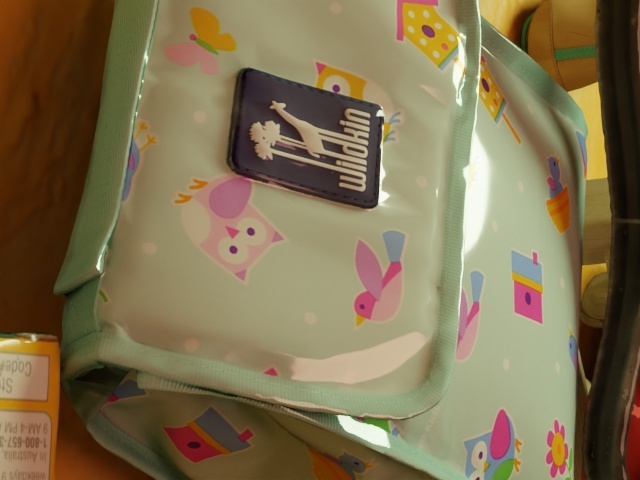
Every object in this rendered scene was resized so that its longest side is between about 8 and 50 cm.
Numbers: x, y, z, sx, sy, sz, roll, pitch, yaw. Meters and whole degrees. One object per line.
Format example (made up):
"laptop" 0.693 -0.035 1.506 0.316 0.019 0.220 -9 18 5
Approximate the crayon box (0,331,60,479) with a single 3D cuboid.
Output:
"crayon box" -0.181 0.183 0.540 0.203 0.083 0.323 11 78 -55

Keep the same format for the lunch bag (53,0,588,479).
"lunch bag" 0.000 0.000 0.743 0.262 0.160 0.223 39 50 -48

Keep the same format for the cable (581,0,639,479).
"cable" 0.135 0.011 0.825 0.139 0.072 0.287 -33 115 -46

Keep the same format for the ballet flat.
"ballet flat" 0.203 -0.148 1.129 0.232 0.073 0.080 -43 123 -48

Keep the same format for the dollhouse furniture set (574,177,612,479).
"dollhouse furniture set" 0.119 0.060 0.957 0.151 0.144 0.123 -66 144 -55
